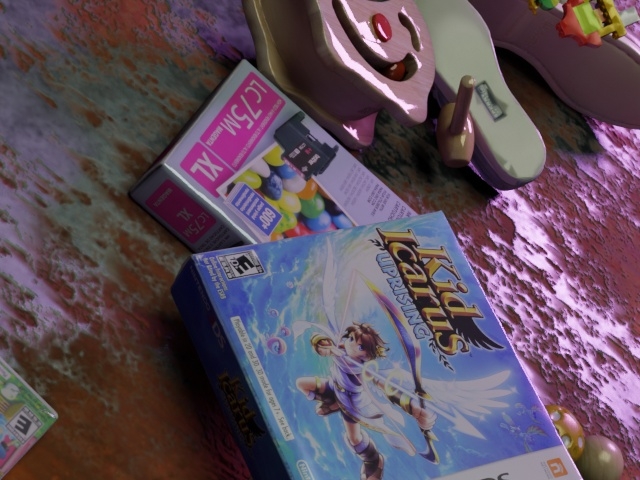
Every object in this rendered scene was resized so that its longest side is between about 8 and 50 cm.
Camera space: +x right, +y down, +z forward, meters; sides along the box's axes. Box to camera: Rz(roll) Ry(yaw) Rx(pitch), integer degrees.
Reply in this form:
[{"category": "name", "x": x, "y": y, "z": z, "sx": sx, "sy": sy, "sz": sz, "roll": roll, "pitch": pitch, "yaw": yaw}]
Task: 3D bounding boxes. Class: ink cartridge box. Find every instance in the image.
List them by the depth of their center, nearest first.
[{"category": "ink cartridge box", "x": 0.000, "y": 0.000, "z": 1.493, "sx": 0.311, "sy": 0.065, "sz": 0.186, "roll": 43, "pitch": 40, "yaw": -10}]

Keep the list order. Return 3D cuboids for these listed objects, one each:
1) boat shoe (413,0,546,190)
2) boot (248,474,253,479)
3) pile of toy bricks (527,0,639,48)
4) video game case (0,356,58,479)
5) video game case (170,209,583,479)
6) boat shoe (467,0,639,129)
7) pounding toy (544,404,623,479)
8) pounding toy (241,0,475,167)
[{"category": "boat shoe", "x": 0.147, "y": -0.150, "z": 1.737, "sx": 0.079, "sy": 0.081, "sz": 0.227, "roll": -25, "pitch": 83, "yaw": -23}, {"category": "boot", "x": 0.007, "y": 0.229, "z": 1.320, "sx": 0.158, "sy": 0.059, "sz": 0.084, "roll": 27, "pitch": 40, "yaw": -23}, {"category": "pile of toy bricks", "x": 0.233, "y": -0.290, "z": 1.777, "sx": 0.105, "sy": 0.118, "sz": 0.212, "roll": -23, "pitch": 88, "yaw": -8}, {"category": "video game case", "x": -0.305, "y": 0.102, "z": 1.155, "sx": 0.212, "sy": 0.023, "sz": 0.193, "roll": 46, "pitch": 40, "yaw": -4}, {"category": "video game case", "x": 0.045, "y": 0.114, "z": 1.337, "sx": 0.244, "sy": 0.061, "sz": 0.269, "roll": -10, "pitch": 61, "yaw": -33}, {"category": "boat shoe", "x": 0.267, "y": -0.235, "z": 1.886, "sx": 0.324, "sy": 0.116, "sz": 0.096, "roll": 28, "pitch": 47, "yaw": -16}, {"category": "pounding toy", "x": 0.197, "y": 0.207, "z": 1.469, "sx": 0.237, "sy": 0.110, "sz": 0.183, "roll": 21, "pitch": 47, "yaw": -30}, {"category": "pounding toy", "x": 0.065, "y": -0.187, "z": 1.606, "sx": 0.269, "sy": 0.155, "sz": 0.154, "roll": 32, "pitch": 46, "yaw": -45}]
